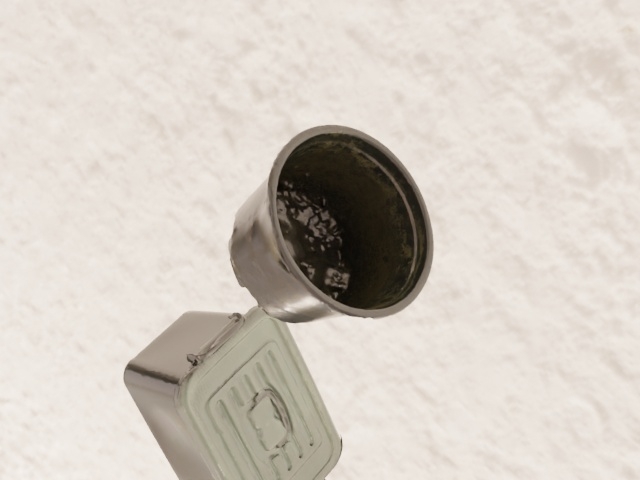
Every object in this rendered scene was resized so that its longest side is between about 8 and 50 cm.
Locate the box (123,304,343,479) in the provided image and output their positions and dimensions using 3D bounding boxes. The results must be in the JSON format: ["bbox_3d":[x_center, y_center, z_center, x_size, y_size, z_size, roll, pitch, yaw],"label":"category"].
[{"bbox_3d":[-0.100,0.191,1.088,0.135,0.163,0.243,4,128,44],"label":"box"}]

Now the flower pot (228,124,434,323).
[{"bbox_3d":[0.000,0.000,0.794,0.157,0.157,0.107,55,140,-3],"label":"flower pot"}]
